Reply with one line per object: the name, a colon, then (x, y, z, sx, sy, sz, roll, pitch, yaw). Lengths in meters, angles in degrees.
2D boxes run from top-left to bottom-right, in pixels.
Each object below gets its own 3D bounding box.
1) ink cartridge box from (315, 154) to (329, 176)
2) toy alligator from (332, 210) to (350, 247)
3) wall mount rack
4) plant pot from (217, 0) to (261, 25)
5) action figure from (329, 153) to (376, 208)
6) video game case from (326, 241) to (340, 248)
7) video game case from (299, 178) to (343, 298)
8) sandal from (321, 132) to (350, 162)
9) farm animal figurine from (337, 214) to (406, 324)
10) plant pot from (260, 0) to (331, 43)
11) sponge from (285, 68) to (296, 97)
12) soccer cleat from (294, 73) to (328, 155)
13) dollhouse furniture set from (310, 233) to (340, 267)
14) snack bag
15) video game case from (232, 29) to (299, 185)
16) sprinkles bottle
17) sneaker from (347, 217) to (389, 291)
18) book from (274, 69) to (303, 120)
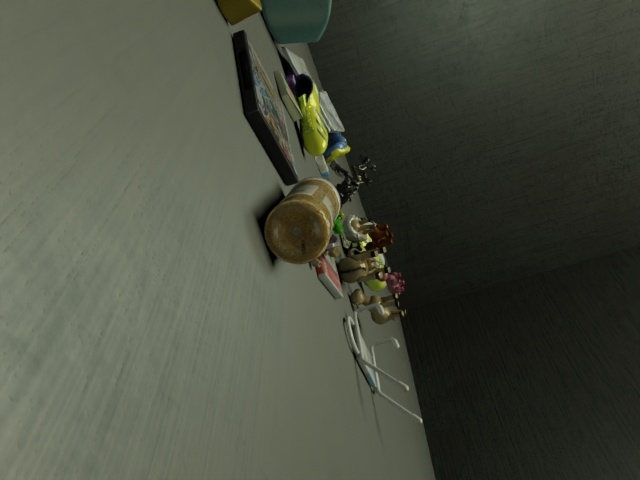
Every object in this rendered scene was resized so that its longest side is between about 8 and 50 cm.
ink cartridge box: (0.005, -0.283, 2.261, 0.048, 0.028, 0.083, -97, 167, -52)
toy alligator: (0.036, -0.057, 1.768, 0.051, 0.056, 0.190, 20, -38, 46)
wall mount rack: (0.184, 0.364, 1.775, 0.350, 0.130, 0.304, 64, 12, -45)
plant pot: (-0.188, -0.532, 1.317, 0.083, 0.081, 0.081, 21, 52, -65)
action figure: (0.095, -0.227, 2.372, 0.275, 0.141, 0.164, -39, 149, -42)
video game case: (-0.005, 0.019, 1.361, 0.122, 0.087, 0.011, -11, 87, -82)
video game case: (0.000, 0.000, 1.662, 0.204, 0.025, 0.285, 55, 19, -64)
sandal: (0.036, -0.405, 2.457, 0.138, 0.126, 0.317, 61, 5, -20)
farm animal figurine: (0.146, 0.105, 1.999, 0.327, 0.172, 0.330, 24, 56, -63)
plant pot: (-0.086, -0.805, 2.042, 0.248, 0.247, 0.252, -97, -175, -50)
sponge: (-0.086, -0.530, 2.146, 0.210, 0.031, 0.117, -91, 161, -64)
soccer cleat: (-0.041, -0.407, 1.975, 0.121, 0.093, 0.289, 43, 36, -62)
dollhouse furniture set: (-0.008, 0.023, 1.518, 0.091, 0.081, 0.114, -61, 160, -7)
snack bag: (-0.017, -0.546, 2.246, 0.342, 0.037, 0.323, 61, 14, -3)
video game case: (-0.123, -0.299, 1.408, 0.275, 0.035, 0.248, 60, 15, -58)
sprinkles bottle: (-0.028, -0.051, 1.240, 0.355, 0.121, 0.121, -68, 140, -77)
sneaker: (0.169, 0.084, 2.377, 0.147, 0.145, 0.385, -62, 147, -34)
book: (-0.102, -0.448, 1.889, 0.144, 0.035, 0.096, 51, 19, -65)
